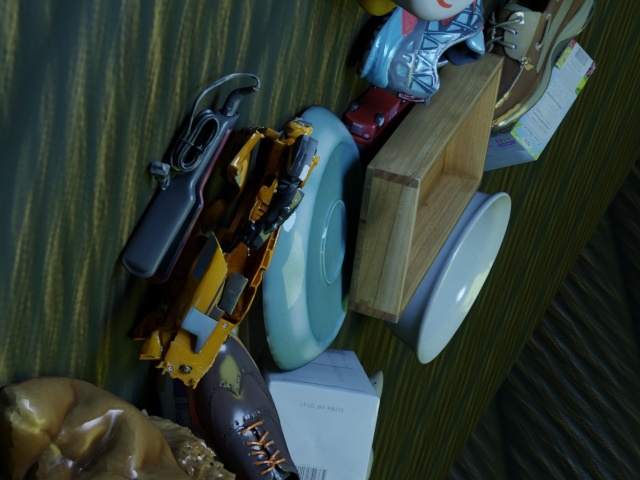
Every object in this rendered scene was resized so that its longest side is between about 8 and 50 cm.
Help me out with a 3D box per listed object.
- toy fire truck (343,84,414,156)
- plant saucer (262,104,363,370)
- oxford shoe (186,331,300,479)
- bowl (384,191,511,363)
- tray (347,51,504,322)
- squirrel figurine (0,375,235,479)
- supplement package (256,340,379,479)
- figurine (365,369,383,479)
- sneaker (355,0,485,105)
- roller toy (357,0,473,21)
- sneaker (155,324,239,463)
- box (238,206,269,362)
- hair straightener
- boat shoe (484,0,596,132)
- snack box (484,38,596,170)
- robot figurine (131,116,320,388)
[{"bbox_3d":[0.086,-0.154,1.944,0.192,0.047,0.135,-48,157,-41],"label":"toy fire truck"},{"bbox_3d":[0.000,0.000,1.763,0.317,0.043,0.318,7,90,-74],"label":"plant saucer"},{"bbox_3d":[-0.070,0.221,1.639,0.097,0.098,0.271,-29,113,-26],"label":"oxford shoe"},{"bbox_3d":[0.170,0.033,2.317,0.298,0.134,0.298,-54,161,-29],"label":"bowl"},{"bbox_3d":[0.141,-0.085,1.941,0.411,0.076,0.203,-51,153,-55],"label":"tray"},{"bbox_3d":[-0.131,0.327,1.477,0.281,0.370,0.397,-66,163,9],"label":"squirrel figurine"},{"bbox_3d":[-0.018,0.218,1.852,0.244,0.139,0.134,-121,-139,-80],"label":"supplement package"},{"bbox_3d":[0.035,0.329,2.455,0.215,0.092,0.210,-35,143,-58],"label":"figurine"},{"bbox_3d":[0.155,-0.269,1.824,0.262,0.125,0.104,-54,179,-18],"label":"sneaker"},{"bbox_3d":[0.113,-0.344,1.582,0.191,0.146,0.209,-45,156,-17],"label":"roller toy"},{"bbox_3d":[-0.123,0.201,1.726,0.112,0.131,0.297,-31,143,-57],"label":"sneaker"},{"bbox_3d":[-0.065,0.040,1.788,0.201,0.021,0.164,91,19,-54],"label":"box"},{"bbox_3d":[-0.127,-0.065,1.453,0.230,0.047,0.089,-58,162,2],"label":"hair straightener"},{"bbox_3d":[0.297,-0.306,2.255,0.324,0.122,0.120,-56,130,-25],"label":"boat shoe"},{"bbox_3d":[0.313,-0.209,2.333,0.174,0.070,0.207,-11,-139,58],"label":"snack box"},{"bbox_3d":[-0.093,0.000,1.523,0.291,0.085,0.211,-64,-167,0],"label":"robot figurine"}]
